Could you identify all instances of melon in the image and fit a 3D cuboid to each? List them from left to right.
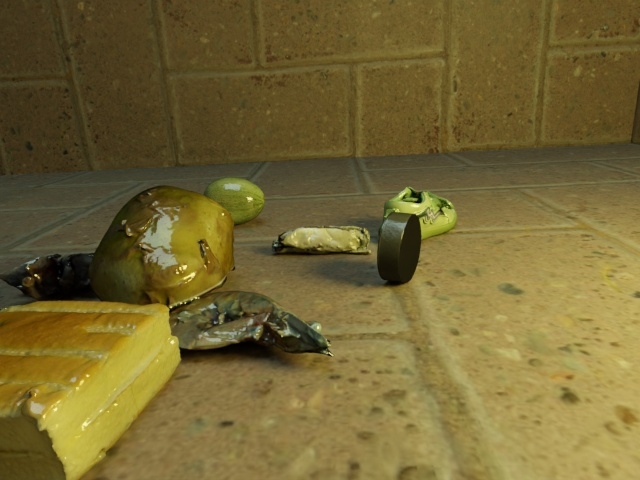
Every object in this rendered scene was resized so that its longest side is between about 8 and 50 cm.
[{"bbox_3d":[-0.258,-0.114,1.345,0.193,0.139,0.139,3,18,4],"label":"melon"}]

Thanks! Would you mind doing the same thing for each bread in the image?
[{"bbox_3d":[-0.332,0.160,0.539,0.247,0.110,0.239,0,17,10],"label":"bread"}]

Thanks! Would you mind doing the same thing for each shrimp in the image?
[{"bbox_3d":[-0.122,0.130,0.690,0.317,0.062,0.164,7,24,41],"label":"shrimp"}]

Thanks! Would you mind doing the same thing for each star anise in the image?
[{"bbox_3d":[-0.503,0.068,0.897,0.209,0.089,0.231,-10,9,21],"label":"star anise"}]

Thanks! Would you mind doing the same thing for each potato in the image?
[{"bbox_3d":[-0.292,0.004,0.845,0.247,0.196,0.299,-12,12,6],"label":"potato"}]

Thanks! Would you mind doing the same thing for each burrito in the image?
[{"bbox_3d":[0.000,0.002,1.064,0.230,0.063,0.058,1,46,7],"label":"burrito"}]

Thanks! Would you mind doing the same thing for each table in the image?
[{"bbox_3d":[0.151,0.013,0.882,0.043,0.133,0.133,8,21,28],"label":"table"}]

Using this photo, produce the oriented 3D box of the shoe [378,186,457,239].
[{"bbox_3d":[0.251,-0.063,1.157,0.262,0.128,0.140,-22,39,-40],"label":"shoe"}]
